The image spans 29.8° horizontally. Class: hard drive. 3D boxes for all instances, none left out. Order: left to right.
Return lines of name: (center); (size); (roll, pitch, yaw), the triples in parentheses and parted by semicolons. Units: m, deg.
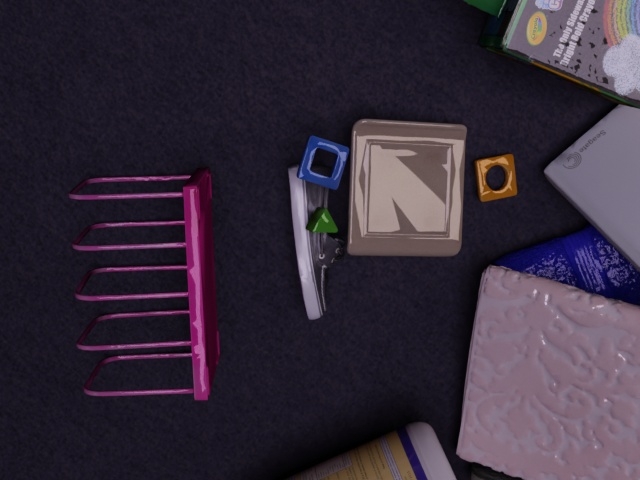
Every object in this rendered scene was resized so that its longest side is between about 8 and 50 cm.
hard drive: (0.507, -0.058, 1.667); (0.233, 0.353, 0.047); (-41, 143, 3)

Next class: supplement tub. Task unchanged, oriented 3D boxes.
supplement tub: (0.053, 0.431, 1.747); (0.331, 0.241, 0.241); (-24, 101, 1)

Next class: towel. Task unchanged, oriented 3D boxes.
towel: (0.370, 0.219, 1.728); (0.331, 0.053, 0.317); (16, 114, 23)
towel: (0.434, 0.082, 1.795); (0.308, 0.076, 0.228); (-22, 102, 0)

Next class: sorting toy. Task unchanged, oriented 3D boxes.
sorting toy: (0.122, -0.075, 1.743); (0.347, 0.047, 0.196); (1, 97, -21)

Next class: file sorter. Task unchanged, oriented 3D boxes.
file sorter: (-0.244, 0.057, 1.682); (0.182, 0.202, 0.291); (-2, 100, -1)

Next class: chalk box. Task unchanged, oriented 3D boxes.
chalk box: (0.335, -0.320, 1.666); (0.289, 0.179, 0.180); (22, 99, -7)

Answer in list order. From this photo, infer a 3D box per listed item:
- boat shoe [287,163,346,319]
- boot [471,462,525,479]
boat shoe: (0.000, 0.000, 1.754); (0.076, 0.080, 0.229); (-6, 93, -1)
boot: (0.329, 0.439, 1.853); (0.246, 0.083, 0.161); (17, 104, -5)
